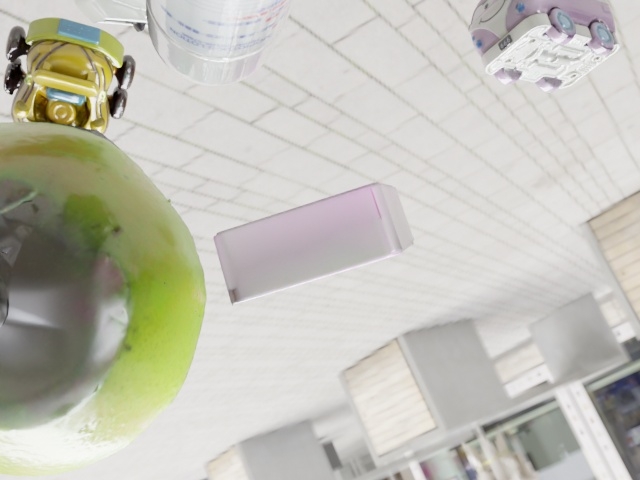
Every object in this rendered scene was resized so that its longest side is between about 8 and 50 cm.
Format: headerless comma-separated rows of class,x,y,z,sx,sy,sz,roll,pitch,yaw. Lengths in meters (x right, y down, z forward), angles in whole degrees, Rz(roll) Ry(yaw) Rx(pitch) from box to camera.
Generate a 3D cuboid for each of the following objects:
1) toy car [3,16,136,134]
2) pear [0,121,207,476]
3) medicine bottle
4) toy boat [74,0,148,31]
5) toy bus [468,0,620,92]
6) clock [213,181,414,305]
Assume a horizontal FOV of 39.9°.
toy car,-0.407,-0.233,1.404,0.200,0.142,0.248,11,150,-15
pear,-0.311,0.050,0.895,0.399,0.398,0.165,-21,176,-11
medicine bottle,-0.078,-0.225,0.718,0.130,0.130,0.341,-20,175,-13
toy boat,-0.290,-0.311,1.029,0.295,0.088,0.129,11,-179,-32
toy bus,0.330,-0.318,1.324,0.202,0.142,0.142,2,156,-36
clock,0.000,0.000,0.787,0.150,0.063,0.197,-17,179,10
